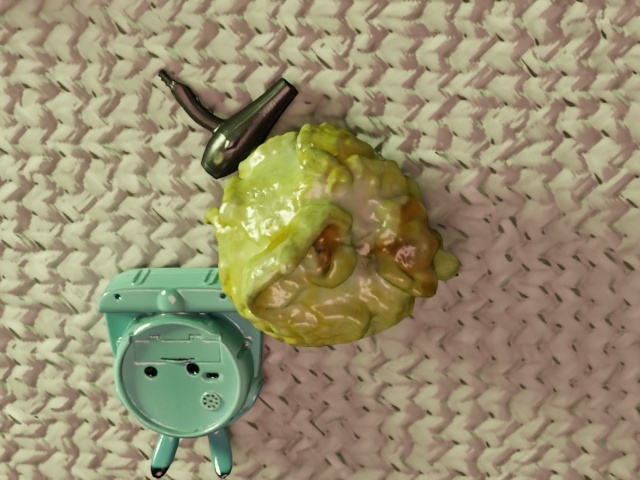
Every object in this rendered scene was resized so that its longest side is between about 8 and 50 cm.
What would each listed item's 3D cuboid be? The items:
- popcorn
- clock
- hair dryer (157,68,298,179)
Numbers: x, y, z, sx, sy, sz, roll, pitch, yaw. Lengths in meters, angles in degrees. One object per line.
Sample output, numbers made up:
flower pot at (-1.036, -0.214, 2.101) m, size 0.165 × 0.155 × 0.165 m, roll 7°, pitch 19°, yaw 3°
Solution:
popcorn at (0.000, 0.000, 1.073) m, size 0.141 × 0.162 × 0.135 m, roll 59°, pitch 145°, yaw 9°
clock at (-0.091, 0.091, 1.154) m, size 0.108 × 0.045 × 0.147 m, roll -1°, pitch 110°, yaw 10°
hair dryer at (-0.066, -0.090, 1.096) m, size 0.083 × 0.031 × 0.079 m, roll 42°, pitch 100°, yaw 1°
